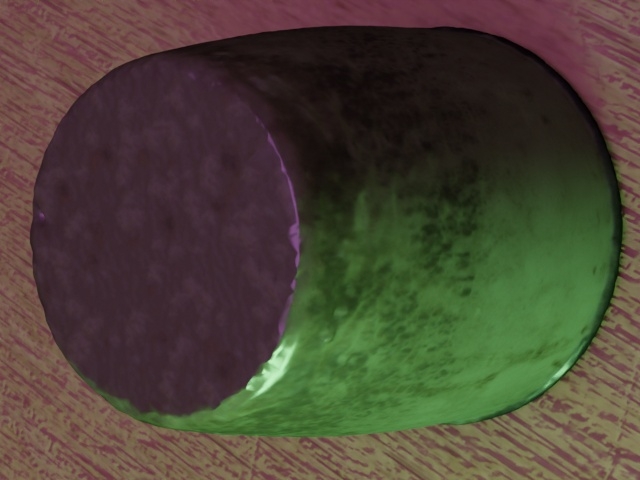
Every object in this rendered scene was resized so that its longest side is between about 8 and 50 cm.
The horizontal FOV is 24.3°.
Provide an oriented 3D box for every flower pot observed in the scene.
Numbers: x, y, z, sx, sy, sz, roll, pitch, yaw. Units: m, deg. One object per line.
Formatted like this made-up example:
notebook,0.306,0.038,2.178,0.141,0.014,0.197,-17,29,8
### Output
flower pot,0.000,0.000,0.975,0.293,0.330,0.294,3,96,34
